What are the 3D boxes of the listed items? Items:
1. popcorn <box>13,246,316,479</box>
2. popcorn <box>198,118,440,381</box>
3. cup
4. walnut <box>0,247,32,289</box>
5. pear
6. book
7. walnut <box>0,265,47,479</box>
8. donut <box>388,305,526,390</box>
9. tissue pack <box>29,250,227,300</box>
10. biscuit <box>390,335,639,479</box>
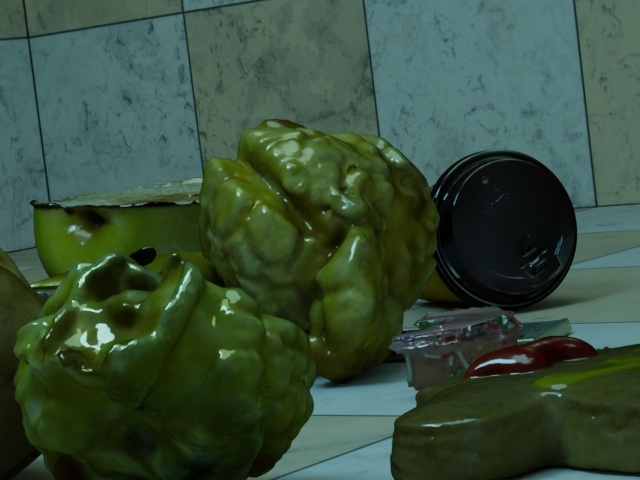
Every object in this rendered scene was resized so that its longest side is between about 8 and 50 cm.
[{"bbox_3d":[-0.112,0.095,1.393,0.218,0.189,0.169,-22,38,20],"label":"popcorn"},{"bbox_3d":[0.000,0.000,1.999,0.225,0.265,0.332,-39,28,17],"label":"popcorn"},{"bbox_3d":[0.183,-0.004,2.420,0.196,0.196,0.280,-8,-2,-20],"label":"cup"},{"bbox_3d":[-0.343,0.084,1.771,0.195,0.221,0.195,-29,16,9],"label":"walnut"},{"bbox_3d":[-0.175,0.030,2.405,0.340,0.191,0.386,1,7,34],"label":"pear"},{"bbox_3d":[0.150,0.104,2.059,0.199,0.016,0.138,-5,5,23],"label":"book"},{"bbox_3d":[-0.292,0.107,1.530,0.203,0.203,0.298,-8,0,-14],"label":"walnut"},{"bbox_3d":[0.134,0.100,1.822,0.117,0.065,0.166,-7,5,16],"label":"donut"},{"bbox_3d":[-0.192,0.087,2.053,0.192,0.134,0.271,-5,5,13],"label":"tissue pack"},{"bbox_3d":[0.261,0.110,1.413,0.368,0.076,0.394,-10,5,-44],"label":"biscuit"}]
